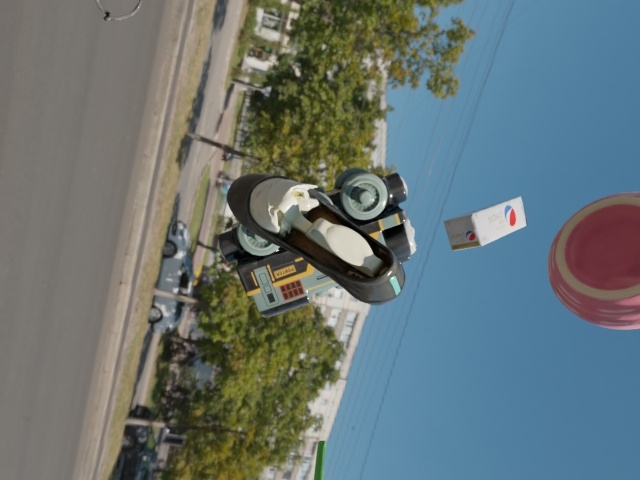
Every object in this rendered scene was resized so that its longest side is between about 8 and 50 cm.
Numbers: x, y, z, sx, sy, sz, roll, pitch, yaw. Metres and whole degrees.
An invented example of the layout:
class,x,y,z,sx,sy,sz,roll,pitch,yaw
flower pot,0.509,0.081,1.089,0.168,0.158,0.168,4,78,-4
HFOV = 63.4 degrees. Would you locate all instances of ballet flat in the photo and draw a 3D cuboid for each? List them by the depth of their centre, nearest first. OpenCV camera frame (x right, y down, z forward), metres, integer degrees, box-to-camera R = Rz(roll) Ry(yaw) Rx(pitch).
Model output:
class,x,y,z,sx,sy,sz,roll,pitch,yaw
ballet flat,-0.011,-0.023,0.660,0.095,0.280,0.096,-55,164,-14

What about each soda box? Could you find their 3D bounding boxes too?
class,x,y,z,sx,sy,sz,roll,pitch,yaw
soda box,0.359,-0.038,1.111,0.074,0.216,0.069,-15,-89,48

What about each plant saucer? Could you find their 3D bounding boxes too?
class,x,y,z,sx,sy,sz,roll,pitch,yaw
plant saucer,0.668,0.029,1.160,0.332,0.084,0.332,-27,-133,33

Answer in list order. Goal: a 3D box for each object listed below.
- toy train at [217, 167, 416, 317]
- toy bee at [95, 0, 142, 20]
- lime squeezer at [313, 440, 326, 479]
class,x,y,z,sx,sy,sz,roll,pitch,yaw
toy train,0.000,0.000,0.886,0.142,0.334,0.190,-114,-175,-76
toy bee,-0.384,-0.372,0.615,0.162,0.298,0.195,-123,-149,-69
lime squeezer,0.033,0.384,0.593,0.310,0.110,0.059,50,-4,40
